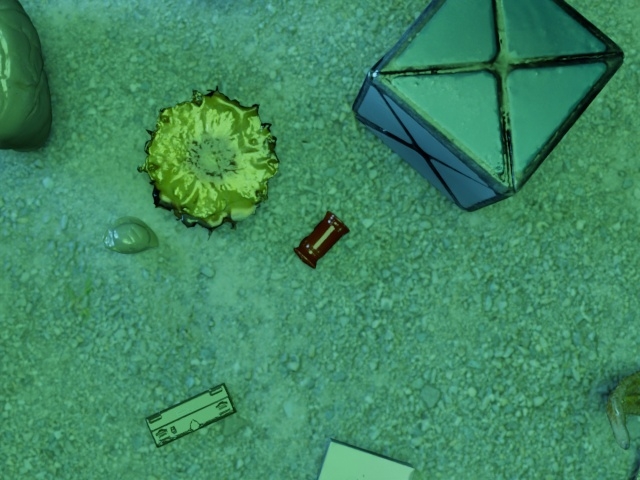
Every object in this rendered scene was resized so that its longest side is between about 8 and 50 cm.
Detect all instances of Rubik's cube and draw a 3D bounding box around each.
[{"bbox_3d":[0.219,-0.216,1.206,0.260,0.255,0.259,37,84,0],"label":"Rubik's cube"}]

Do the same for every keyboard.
[{"bbox_3d":[-0.192,0.260,1.273,0.129,0.015,0.049,-24,83,-4],"label":"keyboard"}]

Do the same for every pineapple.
[{"bbox_3d":[-0.161,-0.117,1.268,0.224,0.076,0.225,0,88,-1],"label":"pineapple"}]

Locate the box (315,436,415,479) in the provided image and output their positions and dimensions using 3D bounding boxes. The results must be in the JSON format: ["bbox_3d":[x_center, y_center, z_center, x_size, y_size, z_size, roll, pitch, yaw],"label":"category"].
[{"bbox_3d":[0.055,0.374,1.259,0.130,0.051,0.129,18,86,-2],"label":"box"}]

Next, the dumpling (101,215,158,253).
[{"bbox_3d":[-0.283,-0.009,1.273,0.077,0.043,0.059,-7,65,0],"label":"dumpling"}]

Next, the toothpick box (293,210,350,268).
[{"bbox_3d":[0.000,0.000,1.284,0.047,0.047,0.083,43,86,0],"label":"toothpick box"}]

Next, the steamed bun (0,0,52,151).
[{"bbox_3d":[-0.541,-0.285,1.173,0.383,0.247,0.236,22,88,-1],"label":"steamed bun"}]

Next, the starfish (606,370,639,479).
[{"bbox_3d":[0.579,0.278,1.260,0.398,0.132,0.384,-4,93,-17],"label":"starfish"}]
